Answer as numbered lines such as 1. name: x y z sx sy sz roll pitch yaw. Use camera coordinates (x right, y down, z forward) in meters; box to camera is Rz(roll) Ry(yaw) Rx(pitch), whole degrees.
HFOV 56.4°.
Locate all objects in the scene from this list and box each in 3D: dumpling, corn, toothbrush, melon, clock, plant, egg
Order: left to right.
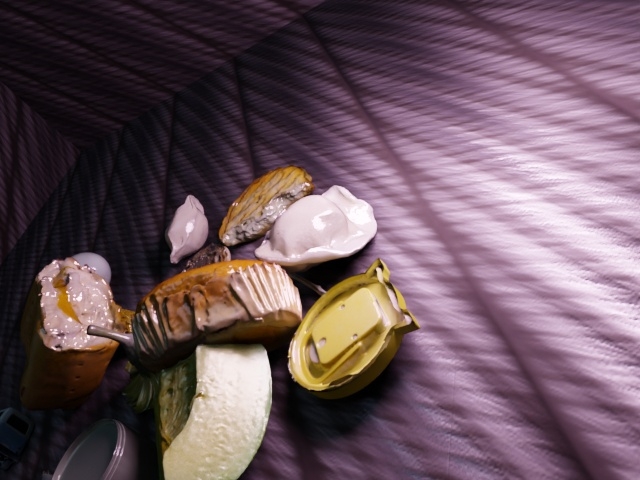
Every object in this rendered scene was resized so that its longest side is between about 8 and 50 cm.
1. egg: -0.902 0.153 2.245 0.264 0.183 0.182 -38 32 22
2. corn: -0.612 0.263 1.882 0.320 0.097 0.097 2 54 52
3. plant: -0.452 0.290 1.588 0.305 0.297 0.261 -61 2 1
4. dumpling: -0.449 -0.029 2.010 0.132 0.162 0.250 10 65 10
5. melon: -0.252 0.395 1.225 0.332 0.226 0.343 -21 49 15
6. toothbrush: -0.014 0.113 1.456 0.028 0.026 0.294 -36 28 -24
7. dumpling: 0.000 0.000 1.462 0.243 0.187 0.318 21 48 27
8. clock: 0.064 0.195 1.228 0.294 0.071 0.277 -36 31 16

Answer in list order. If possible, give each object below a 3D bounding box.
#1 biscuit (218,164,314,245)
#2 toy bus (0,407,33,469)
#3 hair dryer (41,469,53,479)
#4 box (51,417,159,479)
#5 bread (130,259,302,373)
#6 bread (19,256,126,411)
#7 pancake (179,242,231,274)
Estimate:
1. biscuit: -0.156 -0.116 1.842 0.335 0.078 0.329 -9 42 42
2. toy bus: -1.051 0.633 1.895 0.272 0.133 0.164 -21 33 27
3. hair dryer: -0.689 0.614 1.600 0.237 0.075 0.206 -20 31 45
4. box: -0.481 0.538 1.357 0.226 0.149 0.226 -30 34 22
5. bread: -0.238 0.170 1.364 0.389 0.236 0.183 -16 54 2
6. bread: -0.746 0.299 1.777 0.394 0.250 0.361 -61 37 29
7. pancake: -0.378 0.128 1.819 0.283 0.049 0.282 -29 35 23
